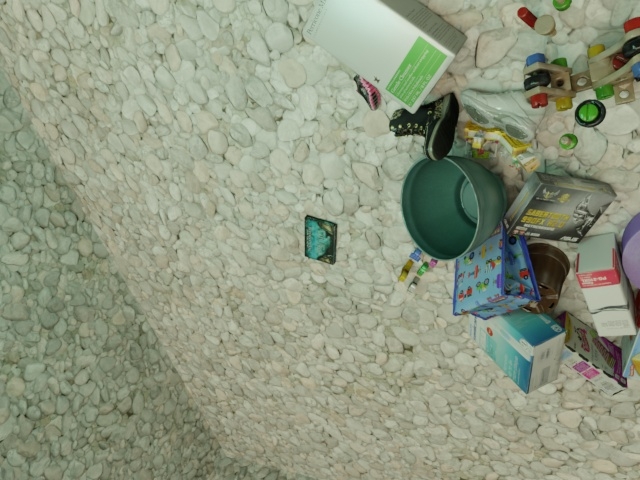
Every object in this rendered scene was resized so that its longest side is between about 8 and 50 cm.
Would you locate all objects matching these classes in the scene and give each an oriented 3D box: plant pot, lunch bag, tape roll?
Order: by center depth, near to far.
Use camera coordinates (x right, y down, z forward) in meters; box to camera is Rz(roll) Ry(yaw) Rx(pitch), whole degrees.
[{"bbox_3d":[0.948,0.028,1.308,0.274,0.090,0.275,16,131,19],"label":"tape roll"},{"bbox_3d":[0.396,-0.104,1.412,0.293,0.196,0.293,29,125,52],"label":"plant pot"},{"bbox_3d":[0.496,0.062,1.478,0.138,0.294,0.221,11,154,-21],"label":"lunch bag"},{"bbox_3d":[0.652,0.122,1.501,0.166,0.165,0.167,16,132,19],"label":"plant pot"}]

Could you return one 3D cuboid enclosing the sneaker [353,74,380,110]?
[{"bbox_3d":[0.132,-0.434,1.459,0.057,0.047,0.119,-1,121,48],"label":"sneaker"}]

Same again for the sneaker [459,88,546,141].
[{"bbox_3d":[0.475,-0.348,1.301,0.232,0.115,0.090,36,174,28],"label":"sneaker"}]

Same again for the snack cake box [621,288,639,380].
[{"bbox_3d":[0.950,0.264,1.447,0.089,0.152,0.265,10,129,24],"label":"snack cake box"}]

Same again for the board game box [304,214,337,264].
[{"bbox_3d":[0.000,0.000,1.879,0.126,0.026,0.186,16,131,19],"label":"board game box"}]

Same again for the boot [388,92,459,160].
[{"bbox_3d":[0.270,-0.295,1.359,0.178,0.237,0.085,-4,139,37],"label":"boot"}]

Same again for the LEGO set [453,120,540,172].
[{"bbox_3d":[0.469,-0.236,1.350,0.287,0.132,0.107,31,144,37],"label":"LEGO set"}]

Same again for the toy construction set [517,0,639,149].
[{"bbox_3d":[0.588,-0.398,1.125,0.257,0.237,0.309,-42,70,33],"label":"toy construction set"}]

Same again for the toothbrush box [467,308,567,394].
[{"bbox_3d":[0.606,0.292,1.579,0.295,0.126,0.217,-127,22,-52],"label":"toothbrush box"}]

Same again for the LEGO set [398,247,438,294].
[{"bbox_3d":[0.324,0.105,1.726,0.087,0.093,0.227,31,134,5],"label":"LEGO set"}]

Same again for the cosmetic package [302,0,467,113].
[{"bbox_3d":[0.163,-0.528,1.286,0.365,0.155,0.197,34,135,0],"label":"cosmetic package"}]

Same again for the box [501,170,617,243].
[{"bbox_3d":[0.641,-0.085,1.352,0.230,0.056,0.183,7,134,-12],"label":"box"}]

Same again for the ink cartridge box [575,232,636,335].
[{"bbox_3d":[0.806,0.127,1.409,0.100,0.172,0.237,-14,117,37],"label":"ink cartridge box"}]

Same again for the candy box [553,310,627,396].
[{"bbox_3d":[0.843,0.353,1.574,0.233,0.159,0.071,34,133,2],"label":"candy box"}]
